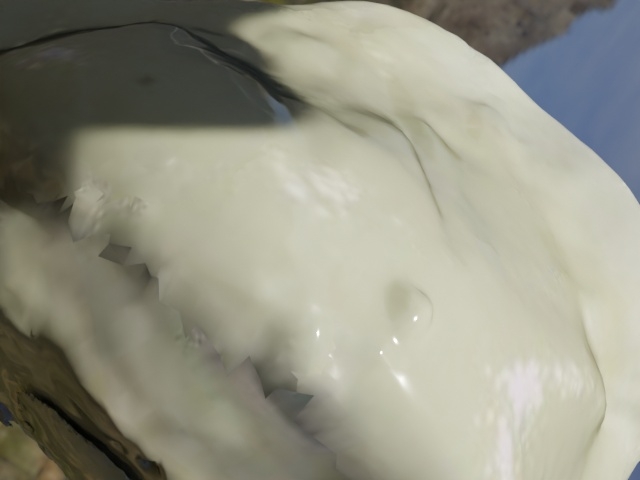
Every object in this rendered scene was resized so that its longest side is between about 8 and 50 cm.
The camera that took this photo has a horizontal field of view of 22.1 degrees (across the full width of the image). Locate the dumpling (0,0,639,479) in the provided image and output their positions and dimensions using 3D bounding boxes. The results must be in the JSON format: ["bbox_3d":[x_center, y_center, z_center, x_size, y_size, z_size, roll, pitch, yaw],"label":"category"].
[{"bbox_3d":[0.000,0.000,0.562,0.243,0.318,0.187,-47,-176,-25],"label":"dumpling"}]
